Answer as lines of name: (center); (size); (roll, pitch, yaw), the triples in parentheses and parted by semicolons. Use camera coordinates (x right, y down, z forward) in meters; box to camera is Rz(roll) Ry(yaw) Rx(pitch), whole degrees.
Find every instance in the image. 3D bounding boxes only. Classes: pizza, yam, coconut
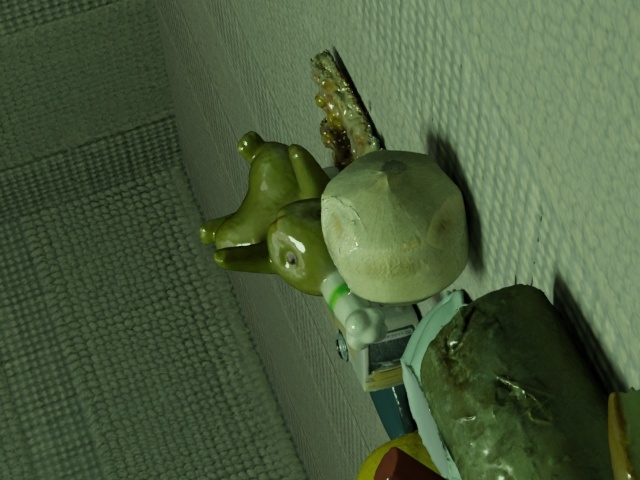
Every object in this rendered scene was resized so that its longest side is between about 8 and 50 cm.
pizza: (0.027, -0.150, 2.169); (0.185, 0.052, 0.195); (123, 126, -76)
yam: (0.194, 0.181, 1.518); (0.161, 0.161, 0.268); (82, 168, -50)
coconut: (0.077, -0.021, 1.810); (0.161, 0.161, 0.162); (-118, 15, -47)

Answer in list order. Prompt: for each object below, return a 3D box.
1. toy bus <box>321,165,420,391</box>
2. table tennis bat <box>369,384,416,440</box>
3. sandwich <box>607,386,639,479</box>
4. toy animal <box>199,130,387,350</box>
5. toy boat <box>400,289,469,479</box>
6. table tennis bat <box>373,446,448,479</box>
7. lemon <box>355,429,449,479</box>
toy bus: (0.046, 0.048, 2.332); (0.343, 0.097, 0.138); (-116, 18, -45)
table tennis bat: (0.107, 0.247, 2.528); (0.215, 0.044, 0.329); (86, 165, -54)
sandwich: (0.282, 0.233, 1.274); (0.096, 0.094, 0.258); (-141, 35, -76)
toy animal: (-0.017, -0.010, 2.133); (0.180, 0.181, 0.363); (29, -177, -25)
toy boat: (0.159, 0.185, 1.907); (0.290, 0.100, 0.199); (-117, 12, -52)
table tennis bat: (0.182, 0.286, 1.564); (0.310, 0.038, 0.200); (34, -158, -14)
lemon: (0.125, 0.337, 2.191); (0.173, 0.173, 0.206); (81, -174, -48)
